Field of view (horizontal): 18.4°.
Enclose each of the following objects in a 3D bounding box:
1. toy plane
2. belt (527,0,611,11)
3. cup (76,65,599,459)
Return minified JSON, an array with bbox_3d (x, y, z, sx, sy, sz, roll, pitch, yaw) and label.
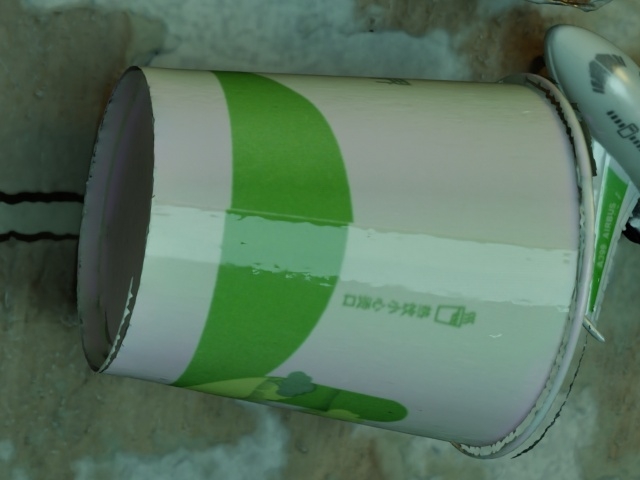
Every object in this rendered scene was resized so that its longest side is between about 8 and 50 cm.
[{"bbox_3d":[0.232,-0.062,1.385,0.255,0.101,0.251,44,83,-23],"label":"toy plane"},{"bbox_3d":[0.112,-0.254,1.279,0.261,0.105,0.184,29,91,-29],"label":"belt"},{"bbox_3d":[0.000,0.000,1.220,0.274,0.253,0.253,8,99,-20],"label":"cup"}]
